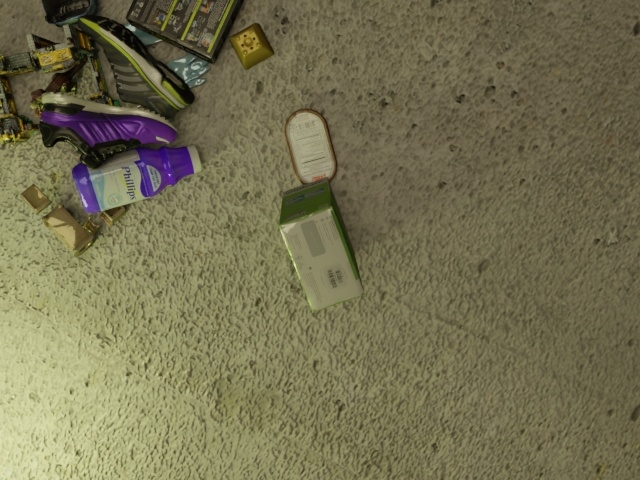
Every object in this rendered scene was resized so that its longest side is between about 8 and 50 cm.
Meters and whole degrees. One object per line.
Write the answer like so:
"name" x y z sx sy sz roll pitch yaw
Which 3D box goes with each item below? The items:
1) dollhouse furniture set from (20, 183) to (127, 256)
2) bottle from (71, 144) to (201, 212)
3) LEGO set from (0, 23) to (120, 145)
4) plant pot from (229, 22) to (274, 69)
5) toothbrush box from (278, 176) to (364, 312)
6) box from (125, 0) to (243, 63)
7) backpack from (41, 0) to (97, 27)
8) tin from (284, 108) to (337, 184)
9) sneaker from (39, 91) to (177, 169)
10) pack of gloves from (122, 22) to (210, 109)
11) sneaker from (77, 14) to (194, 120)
"dollhouse furniture set" -0.585 -0.082 1.687 0.161 0.101 0.182 -44 95 -19
"bottle" -0.418 -0.153 1.628 0.282 0.092 0.118 -17 125 -15
"LEGO set" -0.629 -0.349 1.584 0.331 0.192 0.255 -5 97 2
"plant pot" -0.162 -0.450 1.619 0.081 0.083 0.081 -28 96 5
"toothbrush box" 0.000 0.000 1.559 0.122 0.283 0.206 -20 106 3
"box" -0.286 -0.571 1.601 0.216 0.060 0.270 24 90 -3
"backpack" -0.570 -0.549 1.612 0.114 0.084 0.105 -13 97 8
"tin" -0.024 -0.218 1.671 0.106 0.040 0.190 -15 97 7
"sneaker" -0.467 -0.222 1.550 0.293 0.102 0.146 9 83 -19
"pack of gloves" -0.384 -0.430 1.644 0.231 0.046 0.195 -21 96 4
"sneaker" -0.434 -0.382 1.592 0.121 0.111 0.300 -42 105 17
